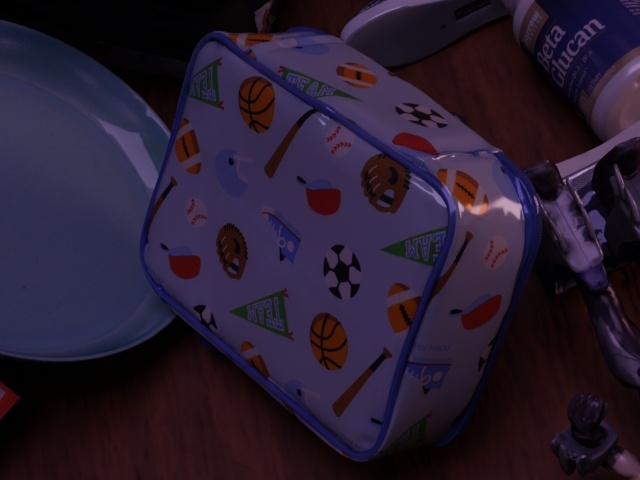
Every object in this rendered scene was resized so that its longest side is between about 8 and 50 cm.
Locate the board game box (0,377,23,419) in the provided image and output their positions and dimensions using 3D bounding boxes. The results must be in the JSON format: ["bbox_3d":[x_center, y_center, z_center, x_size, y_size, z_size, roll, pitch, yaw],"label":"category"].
[{"bbox_3d":[-0.337,0.105,1.236,0.193,0.045,0.147,41,82,-3],"label":"board game box"}]

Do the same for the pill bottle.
[{"bbox_3d":[0.207,-0.158,1.314,0.094,0.094,0.169,-30,55,-7],"label":"pill bottle"}]

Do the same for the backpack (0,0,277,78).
[{"bbox_3d":[-0.130,-0.272,1.408,0.276,0.213,0.263,13,66,11],"label":"backpack"}]

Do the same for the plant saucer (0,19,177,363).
[{"bbox_3d":[-0.236,-0.036,1.282,0.317,0.044,0.318,19,47,-22],"label":"plant saucer"}]

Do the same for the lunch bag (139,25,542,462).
[{"bbox_3d":[0.000,0.000,1.186,0.115,0.243,0.303,-8,35,-41],"label":"lunch bag"}]

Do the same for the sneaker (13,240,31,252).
[{"bbox_3d":[-0.357,0.013,1.351,0.281,0.106,0.163,-13,49,-7],"label":"sneaker"}]

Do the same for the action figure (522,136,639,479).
[{"bbox_3d":[0.224,0.077,1.127,0.185,0.099,0.285,-20,73,-12],"label":"action figure"}]

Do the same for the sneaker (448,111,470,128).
[{"bbox_3d":[0.091,-0.056,1.299,0.047,0.057,0.119,1,56,17],"label":"sneaker"}]

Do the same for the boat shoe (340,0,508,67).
[{"bbox_3d":[0.091,-0.207,1.400,0.183,0.065,0.083,-22,51,-7],"label":"boat shoe"}]

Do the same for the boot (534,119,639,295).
[{"bbox_3d":[0.234,-0.032,1.249,0.190,0.069,0.086,-27,63,4],"label":"boot"}]
